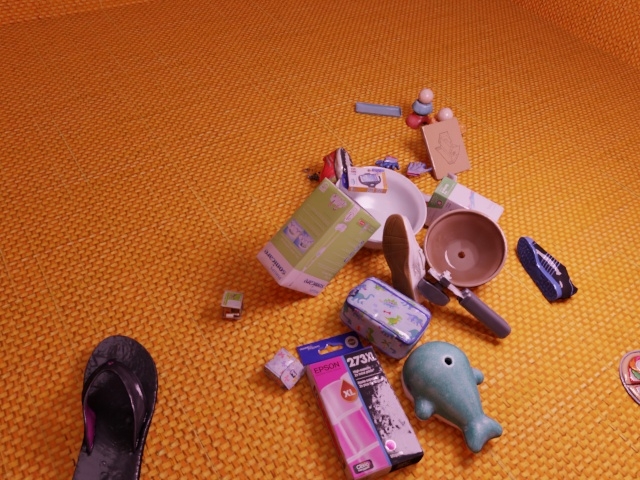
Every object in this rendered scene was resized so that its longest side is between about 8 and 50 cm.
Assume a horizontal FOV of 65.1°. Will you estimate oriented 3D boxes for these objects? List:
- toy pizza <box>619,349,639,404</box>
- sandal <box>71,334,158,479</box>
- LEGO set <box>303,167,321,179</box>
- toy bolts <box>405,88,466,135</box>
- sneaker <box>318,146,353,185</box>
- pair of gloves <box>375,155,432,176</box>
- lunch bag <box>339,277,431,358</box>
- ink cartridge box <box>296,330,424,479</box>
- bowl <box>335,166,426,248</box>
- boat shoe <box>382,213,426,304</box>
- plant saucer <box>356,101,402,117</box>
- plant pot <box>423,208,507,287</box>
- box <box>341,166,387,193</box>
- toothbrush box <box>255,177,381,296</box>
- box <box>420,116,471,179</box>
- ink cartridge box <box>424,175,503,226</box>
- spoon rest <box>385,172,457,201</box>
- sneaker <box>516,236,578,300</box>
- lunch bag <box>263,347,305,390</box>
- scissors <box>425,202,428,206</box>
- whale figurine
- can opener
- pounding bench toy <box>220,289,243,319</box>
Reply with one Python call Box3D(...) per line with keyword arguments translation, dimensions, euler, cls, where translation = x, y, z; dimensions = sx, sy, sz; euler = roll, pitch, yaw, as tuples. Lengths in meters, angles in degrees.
Box3D(translation=(0.906, 0.377, 1.336), dimensions=(0.202, 0.032, 0.201), euler=(4, 48, -4), cls="toy pizza")
Box3D(translation=(-0.449, 0.388, 1.094), dimensions=(0.168, 0.107, 0.445), euler=(-4, 49, -11), cls="sandal")
Box3D(translation=(-0.027, -0.230, 1.775), dimensions=(0.054, 0.023, 0.083), euler=(-10, 37, -19), cls="LEGO set")
Box3D(translation=(0.472, -0.503, 1.991), dimensions=(0.218, 0.158, 0.228), euler=(-28, 57, -29), cls="toy bolts")
Box3D(translation=(0.049, -0.180, 1.694), dimensions=(0.119, 0.107, 0.278), euler=(-18, 56, 33), cls="sneaker")
Box3D(translation=(0.301, -0.271, 1.807), dimensions=(0.199, 0.023, 0.159), euler=(13, 26, 13), cls="pair of gloves")
Box3D(translation=(0.175, 0.200, 1.349), dimensions=(0.219, 0.090, 0.176), euler=(33, 36, 20), cls="lunch bag")
Box3D(translation=(0.083, 0.377, 1.211), dimensions=(0.176, 0.069, 0.370), euler=(-12, 48, -18), cls="ink cartridge box")
Box3D(translation=(0.171, -0.079, 1.571), dimensions=(0.298, 0.134, 0.297), euler=(5, 55, -7), cls="bowl")
Box3D(translation=(0.249, 0.053, 1.424), dimensions=(0.096, 0.276, 0.098), euler=(-19, 14, -37), cls="boat shoe")
Box3D(translation=(0.242, -0.544, 2.094), dimensions=(0.192, 0.018, 0.067), euler=(5, 48, -2), cls="plant saucer")
Box3D(translation=(0.428, 0.032, 1.505), dimensions=(0.238, 0.109, 0.237), euler=(-2, 75, 9), cls="plant pot")
Box3D(translation=(0.134, -0.187, 1.540), dimensions=(0.136, 0.028, 0.081), euler=(4, 56, -10), cls="box")
Box3D(translation=(0.000, 0.000, 1.353), dimensions=(0.283, 0.206, 0.122), euler=(-50, 60, 8), cls="toothbrush box")
Box3D(translation=(0.463, -0.340, 1.849), dimensions=(0.165, 0.021, 0.201), euler=(-20, 95, -23), cls="box")
Box3D(translation=(0.446, -0.083, 1.596), dimensions=(0.213, 0.154, 0.093), euler=(30, 54, 10), cls="ink cartridge box")
Box3D(translation=(0.331, -0.167, 1.720), dimensions=(0.277, 0.084, 0.137), euler=(-11, 24, -8), cls="spoon rest")
Box3D(translation=(0.699, 0.082, 1.550), dimensions=(0.091, 0.081, 0.232), euler=(-7, 56, -18), cls="sneaker")
Box3D(translation=(-0.088, 0.320, 1.243), dimensions=(0.083, 0.053, 0.071), euler=(39, 55, 14), cls="lunch bag")
Box3D(translation=(0.418, -0.107, 1.718), dimensions=(0.298, 0.021, 0.108), euler=(-8, 48, -12), cls="scissors")
Box3D(translation=(0.319, 0.360, 1.199), dimensions=(0.217, 0.141, 0.272), euler=(-21, 54, -25), cls="whale figurine")
Box3D(translation=(0.397, 0.176, 1.386), dimensions=(0.280, 0.093, 0.074), euler=(36, 14, 0), cls="can opener")
Box3D(translation=(-0.237, 0.187, 1.334), dimensions=(0.052, 0.065, 0.083), euler=(8, 48, -2), cls="pounding bench toy")
